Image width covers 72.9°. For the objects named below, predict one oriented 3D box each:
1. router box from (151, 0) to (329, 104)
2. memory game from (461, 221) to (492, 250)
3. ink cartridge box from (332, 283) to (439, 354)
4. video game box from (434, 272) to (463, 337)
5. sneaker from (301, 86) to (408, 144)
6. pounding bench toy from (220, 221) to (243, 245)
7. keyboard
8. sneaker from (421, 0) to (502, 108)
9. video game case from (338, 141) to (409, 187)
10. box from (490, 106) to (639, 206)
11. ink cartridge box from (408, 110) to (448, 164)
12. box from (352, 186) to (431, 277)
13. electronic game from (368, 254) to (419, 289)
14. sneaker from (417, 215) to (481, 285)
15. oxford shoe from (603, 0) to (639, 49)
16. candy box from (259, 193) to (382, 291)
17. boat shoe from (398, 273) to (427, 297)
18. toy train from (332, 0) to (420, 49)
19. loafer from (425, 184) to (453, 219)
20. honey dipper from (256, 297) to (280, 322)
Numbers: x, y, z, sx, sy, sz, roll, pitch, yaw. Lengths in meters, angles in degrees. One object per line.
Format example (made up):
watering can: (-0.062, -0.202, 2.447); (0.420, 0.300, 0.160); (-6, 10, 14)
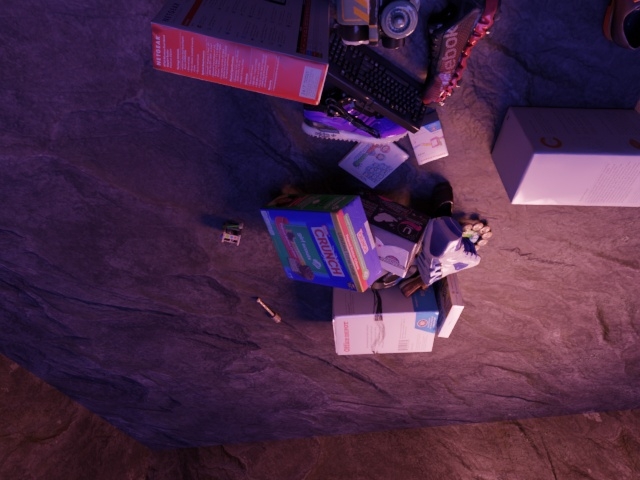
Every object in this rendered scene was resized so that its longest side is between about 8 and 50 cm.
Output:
router box: (-0.135, -0.420, 0.861); (0.300, 0.336, 0.082); (10, 136, -8)
memory game: (0.499, 0.001, 1.495); (0.186, 0.012, 0.186); (-8, 142, -6)
ink cartridge box: (0.248, 0.313, 1.736); (0.393, 0.166, 0.286); (-3, 135, 3)
video game box: (0.475, 0.232, 1.634); (0.048, 0.187, 0.205); (3, 136, -2)
sneaker: (0.098, -0.337, 1.109); (0.292, 0.102, 0.146); (2, 135, -2)
pounding bench toy: (-0.299, -0.035, 1.464); (0.065, 0.052, 0.083); (13, 135, -12)
keyboard: (0.122, -0.353, 1.052); (0.316, 0.202, 0.033); (24, 176, -21)
sneaker: (0.288, -0.442, 1.001); (0.134, 0.098, 0.276); (13, 133, -13)
video game case: (0.155, -0.238, 1.271); (0.143, 0.019, 0.157); (29, 129, -27)
box: (0.667, -0.222, 1.139); (0.344, 0.215, 0.168); (2, 137, 0)
ink cartridge box: (0.296, -0.281, 1.200); (0.088, 0.052, 0.122); (-17, 135, 17)
box: (0.184, -0.024, 1.337); (0.247, 0.142, 0.164); (25, 138, 16)
electronic game: (0.260, 0.116, 1.567); (0.229, 0.048, 0.229); (-19, 155, -9)
sneaker: (0.426, 0.019, 1.395); (0.182, 0.128, 0.316); (-17, 149, -8)
oxford shoe: (0.661, -0.535, 0.897); (0.096, 0.099, 0.271); (-16, 134, 16)
candy box: (0.000, 0.000, 1.301); (0.316, 0.122, 0.269); (5, 125, 41)
boat shoe: (0.383, 0.159, 1.625); (0.177, 0.060, 0.064); (-25, 151, 0)
toy train: (0.109, -0.555, 0.870); (0.190, 0.142, 0.334); (6, 139, 12)
loafer: (0.381, -0.075, 1.393); (0.080, 0.079, 0.220); (-3, 136, 4)
honey dipper: (-0.222, 0.292, 1.820); (0.030, 0.031, 0.161); (-21, 131, 21)
